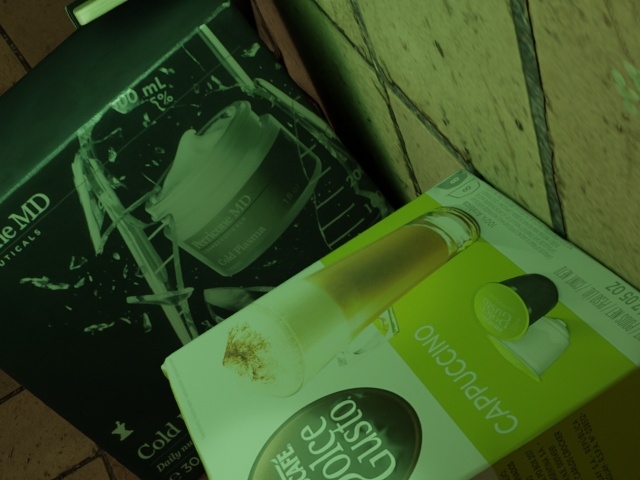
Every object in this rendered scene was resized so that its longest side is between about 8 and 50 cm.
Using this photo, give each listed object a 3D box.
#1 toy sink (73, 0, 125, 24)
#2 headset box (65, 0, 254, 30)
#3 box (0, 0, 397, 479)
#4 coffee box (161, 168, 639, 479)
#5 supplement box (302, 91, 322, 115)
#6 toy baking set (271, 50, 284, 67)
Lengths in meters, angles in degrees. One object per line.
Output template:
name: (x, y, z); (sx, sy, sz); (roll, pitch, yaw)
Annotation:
toy sink: (-0.202, -0.357, 1.164); (0.131, 0.234, 0.153); (60, 176, -19)
headset box: (-0.238, -0.324, 1.647); (0.131, 0.246, 0.283); (58, 176, 13)
box: (-0.195, -0.014, 1.340); (0.472, 0.480, 0.297); (49, 180, -32)
coffee box: (0.116, 0.208, 0.872); (0.338, 0.334, 0.337); (61, 174, -29)
supplement box: (-0.024, -0.112, 1.615); (0.220, 0.114, 0.111); (60, 176, -32)
toy baking set: (-0.146, -0.243, 1.666); (0.256, 0.196, 0.030); (61, -156, -72)
